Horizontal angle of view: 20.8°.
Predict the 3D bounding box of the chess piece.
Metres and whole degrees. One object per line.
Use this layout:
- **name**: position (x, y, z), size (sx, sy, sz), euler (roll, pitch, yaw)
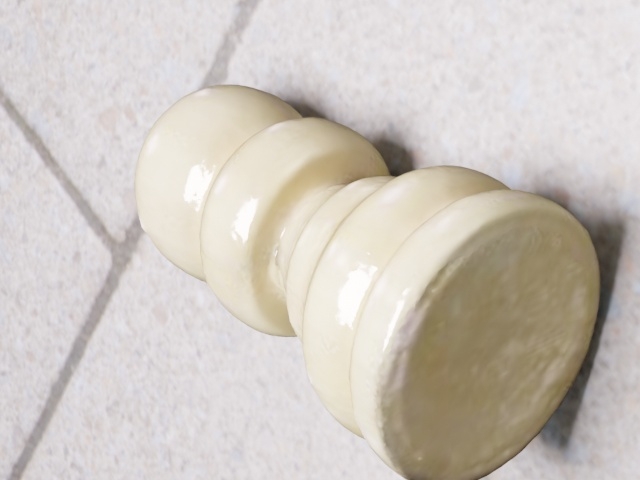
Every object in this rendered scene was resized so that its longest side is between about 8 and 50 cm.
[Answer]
- **chess piece**: position (0.000, 0.000, 1.007), size (0.299, 0.167, 0.167), euler (32, 119, 42)
